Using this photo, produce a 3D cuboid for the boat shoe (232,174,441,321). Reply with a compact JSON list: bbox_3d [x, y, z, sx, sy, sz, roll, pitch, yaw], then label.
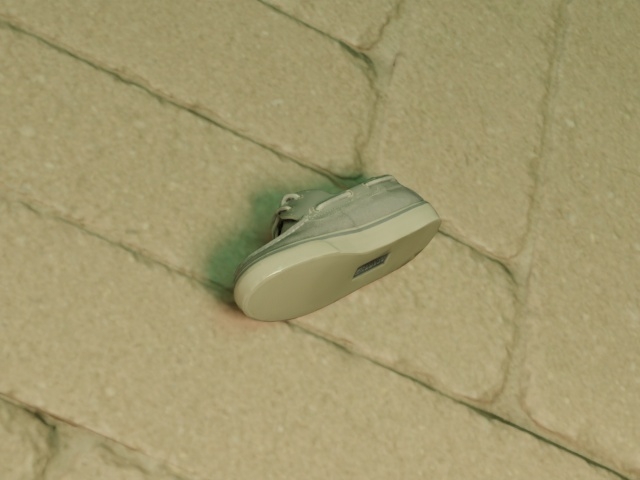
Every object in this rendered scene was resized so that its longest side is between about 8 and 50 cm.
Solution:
[{"bbox_3d":[0.001,-0.001,1.275,0.227,0.079,0.081,-20,59,-45],"label":"boat shoe"}]
